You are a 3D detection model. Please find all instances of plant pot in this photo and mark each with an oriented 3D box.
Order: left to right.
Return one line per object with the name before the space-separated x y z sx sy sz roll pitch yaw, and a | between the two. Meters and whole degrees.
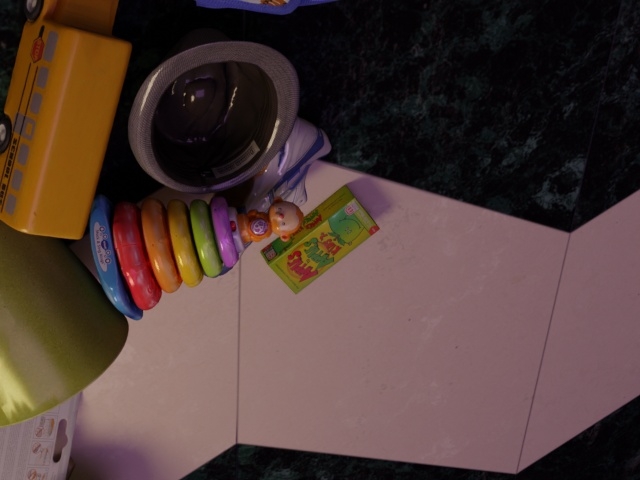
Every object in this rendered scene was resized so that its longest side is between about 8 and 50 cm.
plant pot | -0.456 0.061 1.613 0.274 0.275 0.294 -27 116 -7

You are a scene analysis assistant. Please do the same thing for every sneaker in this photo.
sneaker | -0.085 -0.056 1.792 0.131 0.112 0.296 15 117 -36

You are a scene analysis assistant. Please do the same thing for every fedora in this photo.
fedora | -0.160 -0.200 1.630 0.243 0.124 0.275 -10 136 -17

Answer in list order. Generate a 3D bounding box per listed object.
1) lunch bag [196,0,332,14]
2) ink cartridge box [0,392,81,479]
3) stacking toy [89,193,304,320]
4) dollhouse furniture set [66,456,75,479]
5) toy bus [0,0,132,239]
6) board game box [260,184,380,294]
lunch bag | -0.018 -0.472 1.437 0.385 0.239 0.328 -9 130 -1
ink cartridge box | -0.501 0.313 1.845 0.232 0.066 0.189 18 80 -56
stacking toy | -0.171 -0.002 1.677 0.301 0.175 0.166 -13 167 0
dollhouse furniture set | -0.479 0.416 2.015 0.081 0.091 0.114 24 89 4
toy bus | -0.335 -0.180 1.495 0.108 0.130 0.333 9 102 -41
board game box | 0.000 0.000 1.925 0.181 0.043 0.092 -38 133 3
